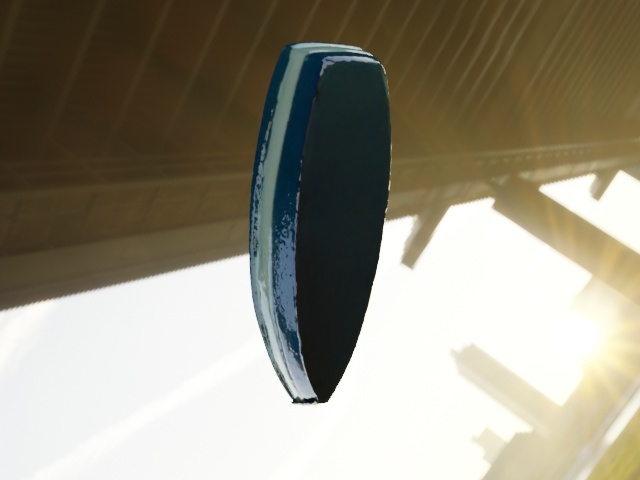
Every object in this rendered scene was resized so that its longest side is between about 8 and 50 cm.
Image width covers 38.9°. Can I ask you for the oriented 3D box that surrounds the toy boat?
[{"bbox_3d":[0.000,0.000,0.704,0.096,0.062,0.299,-5,-71,-31],"label":"toy boat"}]
